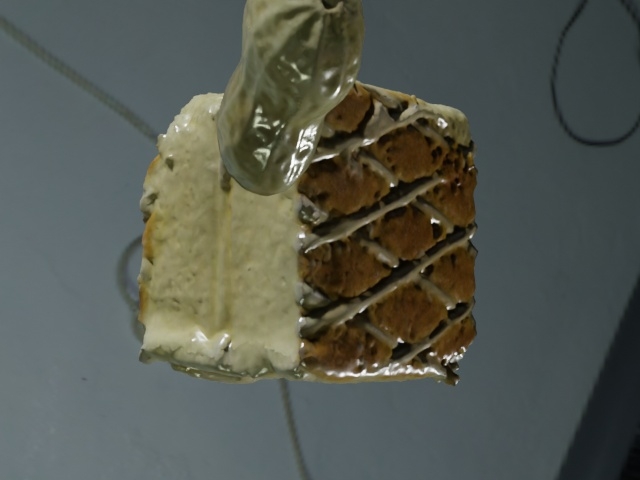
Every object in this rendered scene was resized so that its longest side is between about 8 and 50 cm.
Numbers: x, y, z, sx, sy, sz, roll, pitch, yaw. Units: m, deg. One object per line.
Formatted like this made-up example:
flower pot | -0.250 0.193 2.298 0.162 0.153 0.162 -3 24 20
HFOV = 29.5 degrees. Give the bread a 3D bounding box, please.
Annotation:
bread | 0.000 0.000 1.533 0.390 0.279 0.371 3 87 -49

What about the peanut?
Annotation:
peanut | -0.031 -0.148 1.163 0.123 0.123 0.256 -4 130 -31
